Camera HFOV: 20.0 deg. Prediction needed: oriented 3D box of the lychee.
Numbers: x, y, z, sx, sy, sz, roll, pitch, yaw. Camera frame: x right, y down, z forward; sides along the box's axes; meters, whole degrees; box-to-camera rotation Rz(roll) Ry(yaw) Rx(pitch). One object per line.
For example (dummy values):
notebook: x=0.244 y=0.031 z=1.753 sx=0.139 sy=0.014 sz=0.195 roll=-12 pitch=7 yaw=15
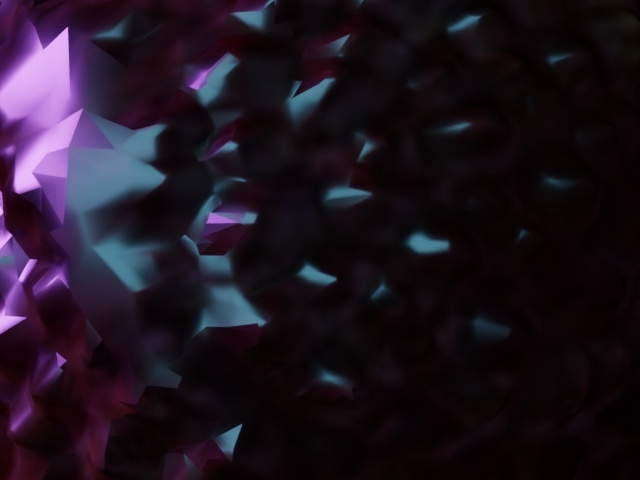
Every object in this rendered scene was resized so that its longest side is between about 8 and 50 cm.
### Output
lychee: x=0.000 y=0.000 z=0.625 sx=0.330 sy=0.306 sz=0.306 roll=-16 pitch=51 yaw=-3
